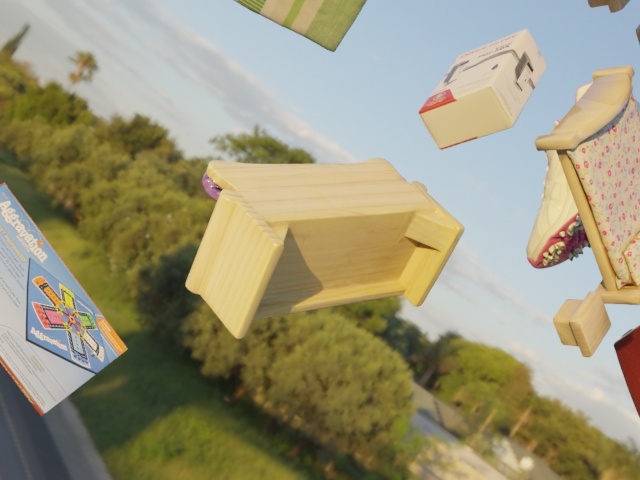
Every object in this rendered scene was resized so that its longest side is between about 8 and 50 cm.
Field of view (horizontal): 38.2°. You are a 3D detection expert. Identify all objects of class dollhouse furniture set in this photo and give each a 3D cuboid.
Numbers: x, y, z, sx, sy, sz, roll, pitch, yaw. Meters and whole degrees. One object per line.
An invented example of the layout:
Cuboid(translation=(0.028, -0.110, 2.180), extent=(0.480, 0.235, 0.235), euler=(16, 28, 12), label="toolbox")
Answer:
Cuboid(translation=(0.331, -0.114, 0.862), extent=(0.174, 0.355, 0.303), euler=(1, -52, 46), label="dollhouse furniture set")

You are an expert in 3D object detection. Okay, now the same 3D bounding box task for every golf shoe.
Cuboid(translation=(0.372, -0.091, 1.332), extent=(0.115, 0.306, 0.140), euler=(-6, 48, -33), label="golf shoe")

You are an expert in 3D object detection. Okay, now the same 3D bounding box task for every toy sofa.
Cuboid(translation=(0.000, 0.000, 1.234), extent=(0.363, 0.150, 0.177), euler=(-6, 41, -43), label="toy sofa")

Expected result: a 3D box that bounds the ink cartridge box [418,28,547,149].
Cuboid(translation=(0.184, -0.171, 1.039), extent=(0.099, 0.135, 0.056), euler=(-16, -62, 40), label="ink cartridge box")

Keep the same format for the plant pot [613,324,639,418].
Cuboid(translation=(0.505, 0.146, 1.065), extent=(0.235, 0.267, 0.267), euler=(55, -13, 15), label="plant pot")

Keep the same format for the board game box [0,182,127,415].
Cuboid(translation=(-0.398, 0.077, 1.232), extent=(0.281, 0.145, 0.027), euler=(56, -30, -8), label="board game box")

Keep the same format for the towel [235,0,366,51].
Cuboid(translation=(-0.081, -0.388, 1.189), extent=(0.325, 0.038, 0.248), euler=(26, -28, -9), label="towel")
